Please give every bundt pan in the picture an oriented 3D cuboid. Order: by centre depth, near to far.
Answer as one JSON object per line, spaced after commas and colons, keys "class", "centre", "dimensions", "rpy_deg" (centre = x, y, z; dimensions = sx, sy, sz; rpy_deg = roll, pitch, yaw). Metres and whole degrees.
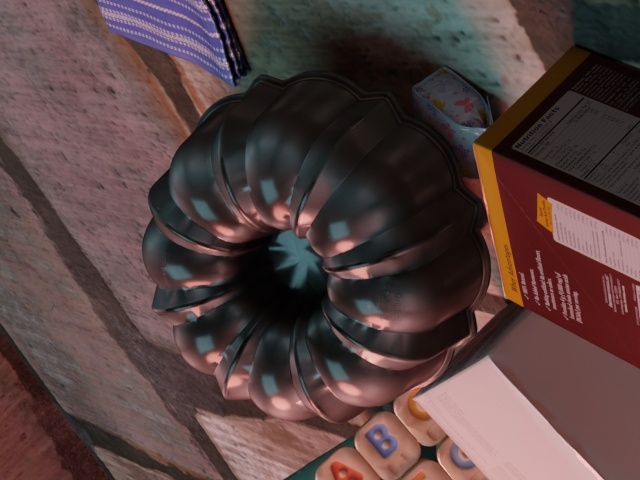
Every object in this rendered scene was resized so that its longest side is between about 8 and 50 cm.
{"class": "bundt pan", "centre": [-0.023, 0.021, 1.463], "dimensions": [0.331, 0.124, 0.331], "rpy_deg": [10, 113, 24]}

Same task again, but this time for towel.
{"class": "towel", "centre": [-0.208, -0.317, 1.682], "dimensions": [0.243, 0.040, 0.336], "rpy_deg": [26, 149, 41]}

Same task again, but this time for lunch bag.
{"class": "lunch bag", "centre": [0.123, -0.101, 1.447], "dimensions": [0.083, 0.053, 0.071], "rpy_deg": [44, 156, 31]}

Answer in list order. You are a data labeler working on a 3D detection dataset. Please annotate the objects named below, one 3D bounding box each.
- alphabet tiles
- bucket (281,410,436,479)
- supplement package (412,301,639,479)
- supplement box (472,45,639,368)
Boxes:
{"class": "alphabet tiles", "centre": [0.141, 0.299, 1.765], "dimensions": [0.278, 0.284, 0.021], "rpy_deg": [50, 171, -5]}
{"class": "bucket", "centre": [0.088, 0.347, 1.916], "dimensions": [0.281, 0.281, 0.183], "rpy_deg": [48, 117, -2]}
{"class": "supplement package", "centre": [0.230, 0.152, 1.542], "dimensions": [0.194, 0.149, 0.203], "rpy_deg": [47, 157, 1]}
{"class": "supplement box", "centre": [0.244, -0.016, 1.277], "dimensions": [0.194, 0.129, 0.191], "rpy_deg": [29, 151, 36]}
